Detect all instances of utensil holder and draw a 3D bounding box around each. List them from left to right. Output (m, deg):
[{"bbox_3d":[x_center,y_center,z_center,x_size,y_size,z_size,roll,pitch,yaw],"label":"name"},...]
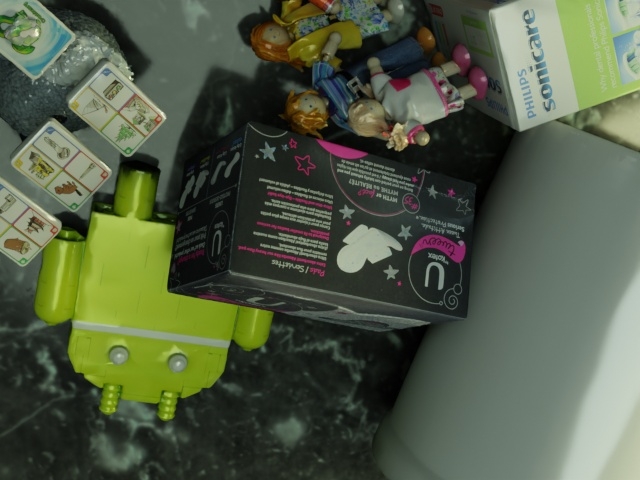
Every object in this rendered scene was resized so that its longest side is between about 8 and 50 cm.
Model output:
[{"bbox_3d":[0.270,0.101,1.043,0.327,0.327,0.385,18,101,-16],"label":"utensil holder"}]

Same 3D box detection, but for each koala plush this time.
[{"bbox_3d":[-0.276,-0.160,0.924,0.221,0.196,0.203,5,96,-9],"label":"koala plush"}]

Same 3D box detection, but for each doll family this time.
[{"bbox_3d":[0.027,-0.171,0.989,0.163,0.118,0.263,-24,69,-18],"label":"doll family"}]

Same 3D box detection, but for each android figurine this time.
[{"bbox_3d":[-0.170,0.059,1.082,0.248,0.056,0.273,11,103,-15],"label":"android figurine"}]

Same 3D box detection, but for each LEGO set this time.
[{"bbox_3d":[-0.270,-0.113,0.823,0.182,0.060,0.244,-47,131,1],"label":"LEGO set"}]

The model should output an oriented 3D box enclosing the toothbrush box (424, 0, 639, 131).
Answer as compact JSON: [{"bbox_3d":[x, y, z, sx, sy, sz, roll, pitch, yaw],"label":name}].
[{"bbox_3d":[0.270,-0.222,1.000,0.283,0.206,0.122,-21,110,-4],"label":"toothbrush box"}]

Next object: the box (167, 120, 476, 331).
[{"bbox_3d":[0.000,0.000,0.994,0.247,0.163,0.142,14,75,-26],"label":"box"}]
